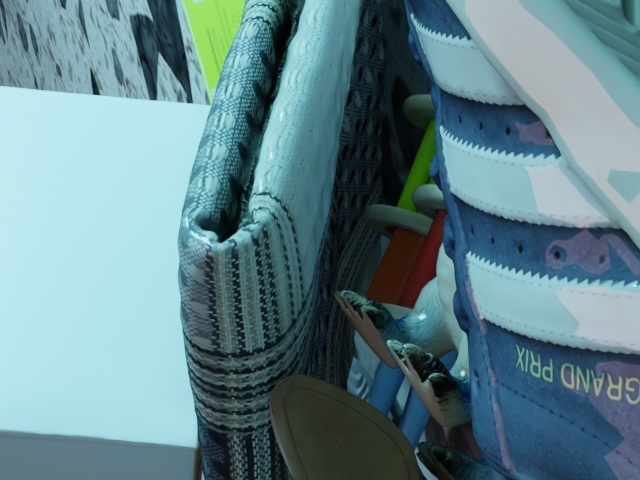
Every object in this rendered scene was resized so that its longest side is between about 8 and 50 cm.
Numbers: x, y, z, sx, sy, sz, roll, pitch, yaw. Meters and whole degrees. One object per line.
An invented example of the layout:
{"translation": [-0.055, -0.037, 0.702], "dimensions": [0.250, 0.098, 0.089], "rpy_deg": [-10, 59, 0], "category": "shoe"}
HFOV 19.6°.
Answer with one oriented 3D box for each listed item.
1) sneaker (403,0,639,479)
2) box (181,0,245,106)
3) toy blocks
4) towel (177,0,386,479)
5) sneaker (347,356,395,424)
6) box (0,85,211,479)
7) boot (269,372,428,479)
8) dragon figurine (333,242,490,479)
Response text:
{"translation": [0.073, -0.010, 0.512], "dimensions": [0.350, 0.131, 0.148], "rpy_deg": [60, 137, 24], "category": "sneaker"}
{"translation": [-0.037, -0.097, 0.974], "dimensions": [0.178, 0.042, 0.109], "rpy_deg": [54, -160, -81], "category": "box"}
{"translation": [0.043, 0.013, 0.743], "dimensions": [0.148, 0.054, 0.123], "rpy_deg": [-68, 12, -10], "category": "toy blocks"}
{"translation": [0.000, 0.000, 0.810], "dimensions": [0.324, 0.056, 0.312], "rpy_deg": [-80, -9, -45], "category": "towel"}
{"translation": [-0.027, 0.174, 1.141], "dimensions": [0.180, 0.124, 0.321], "rpy_deg": [-136, 34, -59], "category": "sneaker"}
{"translation": [-0.150, 0.097, 1.097], "dimensions": [0.345, 0.168, 0.215], "rpy_deg": [99, 175, -58], "category": "box"}
{"translation": [0.020, 0.094, 0.676], "dimensions": [0.118, 0.042, 0.087], "rpy_deg": [52, 176, -3], "category": "boot"}
{"translation": [0.102, 0.039, 0.649], "dimensions": [0.289, 0.144, 0.085], "rpy_deg": [61, 170, -29], "category": "dragon figurine"}
